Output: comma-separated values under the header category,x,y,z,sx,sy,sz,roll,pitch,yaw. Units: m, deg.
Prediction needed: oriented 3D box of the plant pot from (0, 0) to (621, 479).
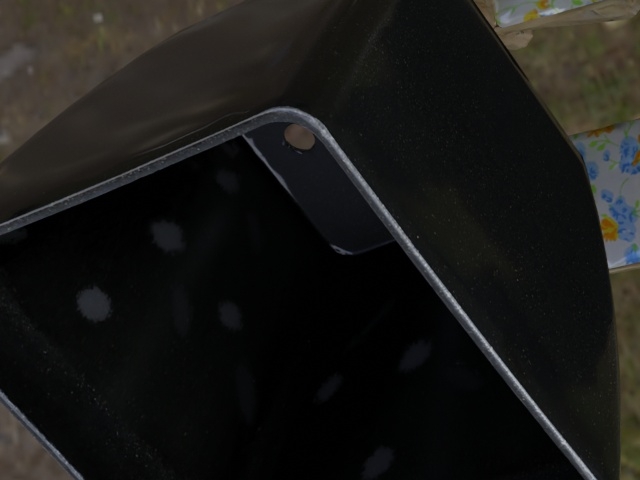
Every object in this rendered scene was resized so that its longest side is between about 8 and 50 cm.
category,x,y,z,sx,sy,sz,roll,pitch,yaw
plant pot,0.000,0.000,0.698,0.187,0.167,0.188,-20,120,35

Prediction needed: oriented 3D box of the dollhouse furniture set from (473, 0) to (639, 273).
category,x,y,z,sx,sy,sz,roll,pitch,yaw
dollhouse furniture set,0.227,-0.025,0.813,0.362,0.394,0.256,-12,174,23
